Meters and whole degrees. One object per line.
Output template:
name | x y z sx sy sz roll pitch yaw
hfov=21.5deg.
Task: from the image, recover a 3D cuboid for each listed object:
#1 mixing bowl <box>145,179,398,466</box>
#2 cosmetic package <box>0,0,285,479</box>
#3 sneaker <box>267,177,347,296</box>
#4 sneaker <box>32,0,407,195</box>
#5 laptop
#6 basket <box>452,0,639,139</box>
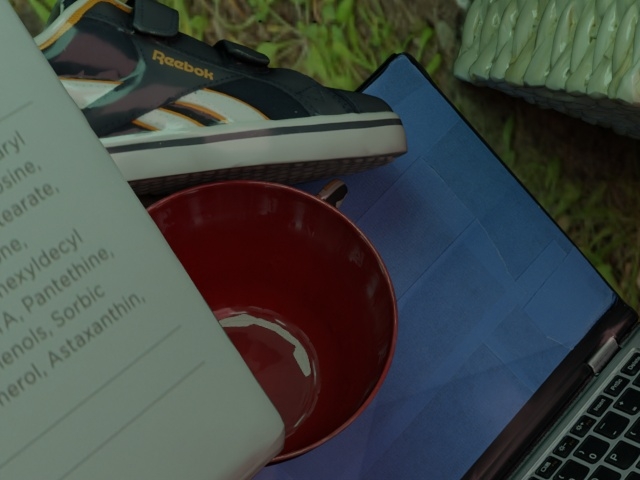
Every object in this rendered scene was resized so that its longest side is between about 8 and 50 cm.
mixing bowl | -0.046 0.065 1.010 0.181 0.098 0.181 1 62 -1
cosmetic package | -0.301 0.050 0.783 0.327 0.329 0.394 -38 98 -40
sneaker | 0.000 0.000 1.088 0.037 0.032 0.083 29 74 6
sneaker | -0.099 -0.090 1.039 0.321 0.126 0.128 -5 84 -22
laptop | 0.111 0.128 1.049 0.382 0.408 0.236 -46 134 -22
basket | 0.292 -0.209 1.091 0.266 0.328 0.331 17 93 -18
